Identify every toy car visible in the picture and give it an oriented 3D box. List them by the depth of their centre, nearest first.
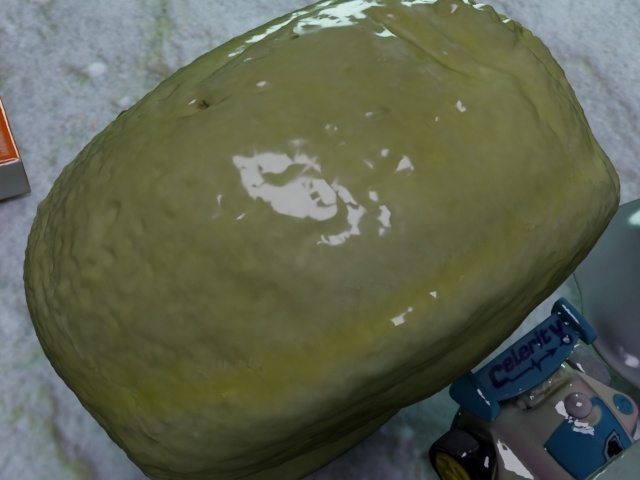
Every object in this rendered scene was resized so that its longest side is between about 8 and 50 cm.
[{"bbox_3d":[0.153,0.126,0.615,0.126,0.098,0.161,-32,58,-21],"label":"toy car"}]

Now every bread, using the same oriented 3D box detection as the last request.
[{"bbox_3d":[-0.008,-0.009,0.588,0.320,0.320,0.237,-37,84,-26],"label":"bread"}]

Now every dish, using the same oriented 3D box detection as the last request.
[{"bbox_3d":[0.282,0.022,0.689,0.229,0.081,0.229,7,45,-7],"label":"dish"}]

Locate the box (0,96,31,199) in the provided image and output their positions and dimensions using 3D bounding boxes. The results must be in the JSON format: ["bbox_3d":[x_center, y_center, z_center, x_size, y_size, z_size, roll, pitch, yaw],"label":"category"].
[{"bbox_3d":[-0.389,-0.108,0.807,0.265,0.048,0.273,-19,56,-16],"label":"box"}]

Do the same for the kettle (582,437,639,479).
[{"bbox_3d":[0.168,0.287,0.354,0.376,0.361,0.250,44,103,24],"label":"kettle"}]

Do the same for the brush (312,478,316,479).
[{"bbox_3d":[-0.047,0.281,0.539,0.085,0.020,0.336,23,56,14],"label":"brush"}]
